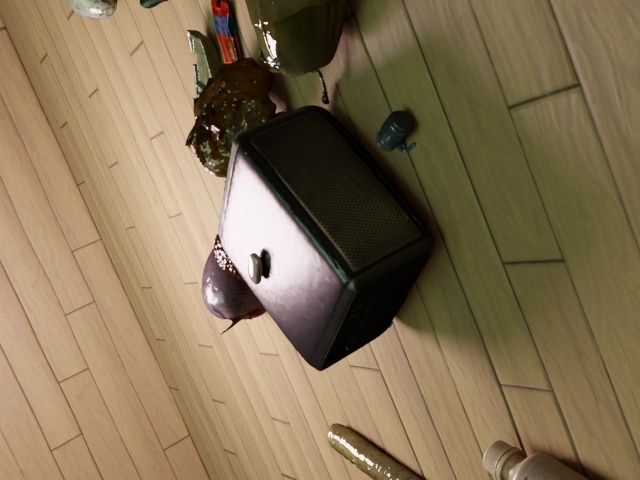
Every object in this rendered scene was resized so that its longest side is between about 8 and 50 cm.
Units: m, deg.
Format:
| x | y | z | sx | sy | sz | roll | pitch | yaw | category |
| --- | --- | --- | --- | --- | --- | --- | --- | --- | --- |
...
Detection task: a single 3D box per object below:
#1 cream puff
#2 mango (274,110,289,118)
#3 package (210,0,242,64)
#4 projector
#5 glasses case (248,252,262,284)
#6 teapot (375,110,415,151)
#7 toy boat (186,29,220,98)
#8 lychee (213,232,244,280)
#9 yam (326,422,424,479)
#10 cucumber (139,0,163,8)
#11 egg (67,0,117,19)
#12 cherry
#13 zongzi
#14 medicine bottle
| x | y | z | sx | sy | sz | roll | pitch | yaw | category |
| --- | --- | --- | --- | --- | --- | --- | --- | --- | --- |
| -0.195 | -0.267 | 1.773 | 0.241 | 0.155 | 0.269 | -16 | 58 | 58 | cream puff |
| -0.087 | -0.243 | 1.775 | 0.114 | 0.057 | 0.079 | -33 | 75 | 58 | mango |
| -0.209 | -0.452 | 1.844 | 0.083 | 0.022 | 0.200 | 27 | 136 | 49 | package |
| 0.000 | 0.000 | 1.636 | 0.405 | 0.242 | 0.395 | 52 | 149 | 21 | projector |
| -0.133 | 0.058 | 1.629 | 0.032 | 0.021 | 0.083 | 45 | 149 | 26 | glasses case |
| 0.140 | -0.196 | 1.440 | 0.083 | 0.063 | 0.049 | 129 | 144 | -63 | teapot |
| -0.285 | -0.388 | 1.996 | 0.093 | 0.055 | 0.293 | 41 | 145 | 35 | toy boat |
| -0.176 | 0.013 | 2.021 | 0.194 | 0.194 | 0.194 | 41 | 145 | 37 | lychee |
| 0.141 | 0.572 | 2.063 | 0.371 | 0.083 | 0.083 | 20 | 130 | 53 | yam |
| -0.400 | -0.618 | 2.002 | 0.284 | 0.056 | 0.056 | 7 | 119 | 60 | cucumber |
| -0.650 | -0.697 | 2.285 | 0.172 | 0.132 | 0.132 | 39 | 145 | 21 | egg |
| -0.224 | 0.121 | 2.169 | 0.213 | 0.183 | 0.266 | 22 | -119 | -70 | cherry |
| 0.006 | -0.402 | 1.356 | 0.418 | 0.181 | 0.447 | 24 | 136 | 50 | zongzi |
| 0.405 | 0.448 | 1.450 | 0.252 | 0.114 | 0.114 | 27 | 136 | 50 | medicine bottle |
